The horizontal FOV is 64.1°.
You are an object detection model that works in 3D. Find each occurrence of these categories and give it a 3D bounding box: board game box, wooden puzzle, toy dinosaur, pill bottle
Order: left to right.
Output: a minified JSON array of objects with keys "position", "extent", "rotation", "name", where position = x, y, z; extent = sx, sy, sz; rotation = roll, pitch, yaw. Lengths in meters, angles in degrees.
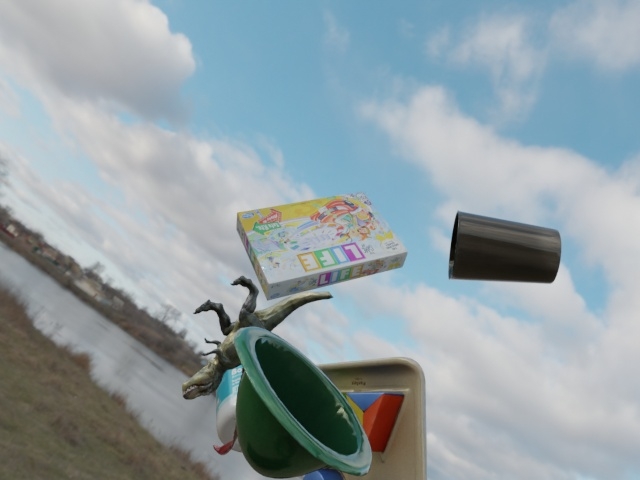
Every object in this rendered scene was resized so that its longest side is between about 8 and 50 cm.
[{"position":[-0.121,0.125,0.796],"extent":[0.118,0.268,0.064],"rotation":[52,-8,-4],"name":"toy dinosaur"},{"position":[-0.153,0.306,1.103],"extent":[0.146,0.146,0.264],"rotation":[48,10,-30],"name":"pill bottle"},{"position":[0.000,0.000,0.540],"extent":[0.026,0.153,0.104],"rotation":[101,-32,-44],"name":"board game box"},{"position":[0.057,0.393,0.910],"extent":[0.080,0.348,0.322],"rotation":[9,-19,-33],"name":"wooden puzzle"}]

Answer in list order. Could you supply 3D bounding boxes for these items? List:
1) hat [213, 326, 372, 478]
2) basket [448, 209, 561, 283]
[{"position":[-0.069,0.209,0.498],"extent":[0.173,0.183,0.208],"rotation":[49,6,35],"name":"hat"},{"position":[0.422,0.024,1.188],"extent":[0.226,0.154,0.204],"rotation":[6,-28,11],"name":"basket"}]
